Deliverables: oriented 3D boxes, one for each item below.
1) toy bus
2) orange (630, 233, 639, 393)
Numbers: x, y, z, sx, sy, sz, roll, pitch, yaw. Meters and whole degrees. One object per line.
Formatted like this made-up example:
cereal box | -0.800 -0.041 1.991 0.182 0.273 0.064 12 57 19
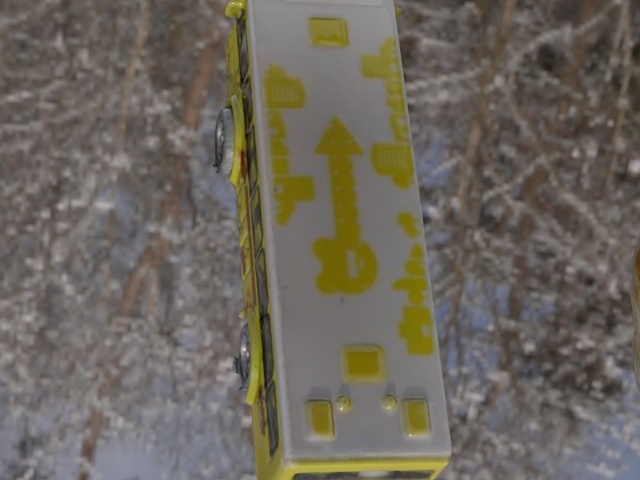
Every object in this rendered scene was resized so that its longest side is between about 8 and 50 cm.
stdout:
toy bus | 0.000 0.000 0.645 0.081 0.074 0.226 2 -115 -12
orange | 0.304 0.081 0.848 0.249 0.329 0.329 -8 -154 11
